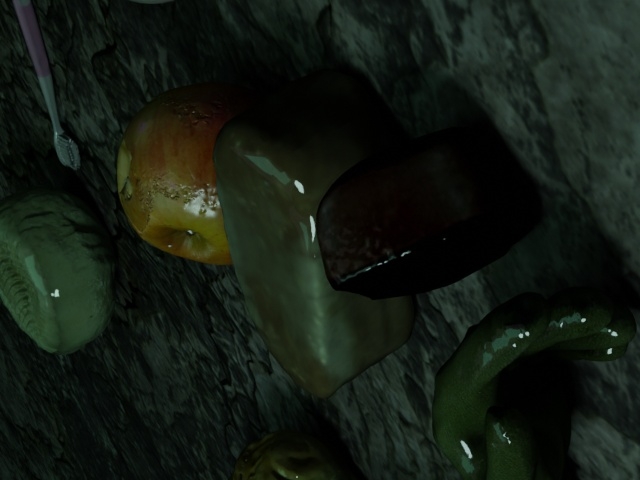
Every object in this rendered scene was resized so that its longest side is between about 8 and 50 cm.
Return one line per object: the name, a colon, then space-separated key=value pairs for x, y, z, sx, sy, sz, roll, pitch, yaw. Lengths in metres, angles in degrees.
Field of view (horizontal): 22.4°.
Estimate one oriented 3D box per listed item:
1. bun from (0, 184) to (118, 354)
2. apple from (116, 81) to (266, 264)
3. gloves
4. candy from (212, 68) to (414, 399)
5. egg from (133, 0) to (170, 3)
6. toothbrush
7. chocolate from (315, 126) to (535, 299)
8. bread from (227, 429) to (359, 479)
bun: x=-0.289 y=0.029 z=1.785 sx=0.195 sy=0.118 sz=0.195 roll=40 pitch=144 yaw=37
apple: x=-0.081 y=-0.046 z=1.208 sx=0.146 sy=0.146 sz=0.146 roll=47 pitch=154 yaw=31
gloves: x=0.122 y=0.106 z=0.997 sx=0.107 sy=0.135 sz=0.268 roll=11 pitch=146 yaw=6
candy: x=0.000 y=0.000 z=1.135 sx=0.102 sy=0.104 sz=0.234 roll=37 pitch=148 yaw=37
egg: x=-0.126 y=-0.222 z=1.142 sx=0.135 sy=0.103 sz=0.103 roll=42 pitch=152 yaw=44
toothbrush: x=-0.285 y=-0.187 z=1.644 sx=0.025 sy=0.020 sz=0.286 roll=29 pitch=144 yaw=38
chocolate: x=0.052 y=-0.017 z=1.005 sx=0.148 sy=0.125 sz=0.080 roll=125 pitch=130 yaw=-71
bread: x=-0.034 y=0.272 z=1.516 sx=0.152 sy=0.130 sz=0.267 roll=58 pitch=157 yaw=18
